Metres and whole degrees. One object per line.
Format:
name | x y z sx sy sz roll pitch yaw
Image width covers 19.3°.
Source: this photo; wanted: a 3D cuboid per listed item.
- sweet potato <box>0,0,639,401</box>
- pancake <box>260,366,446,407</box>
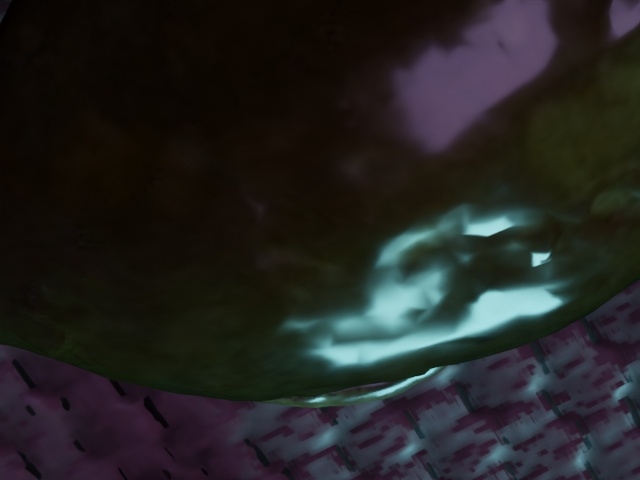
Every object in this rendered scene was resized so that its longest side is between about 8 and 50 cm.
sweet potato | 0.062 -0.072 0.375 0.370 0.158 0.158 -43 116 2
pancake | 0.000 -0.001 0.501 0.115 0.011 0.115 -4 118 -7
